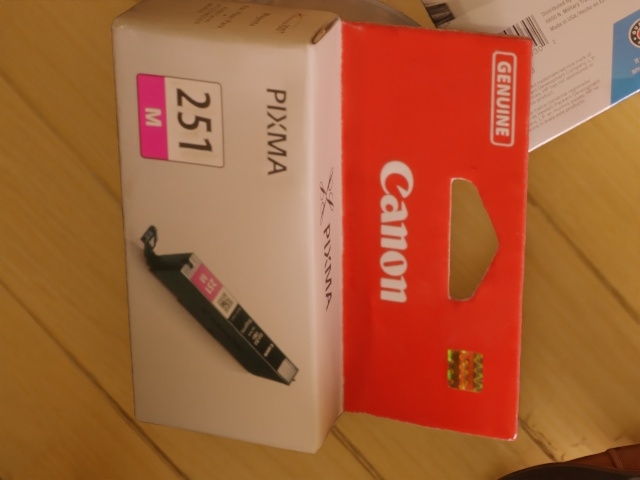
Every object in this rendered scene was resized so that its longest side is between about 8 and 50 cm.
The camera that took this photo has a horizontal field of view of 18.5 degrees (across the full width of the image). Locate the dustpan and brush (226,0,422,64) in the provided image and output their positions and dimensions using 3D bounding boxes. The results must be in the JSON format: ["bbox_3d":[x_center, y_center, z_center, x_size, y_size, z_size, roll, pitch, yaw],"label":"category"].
[{"bbox_3d":[-0.026,-0.117,1.209,0.211,0.060,0.147,36,121,-7],"label":"dustpan and brush"}]

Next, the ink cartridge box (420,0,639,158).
[{"bbox_3d":[0.128,-0.167,1.152,0.140,0.082,0.190,-29,98,15],"label":"ink cartridge box"}]

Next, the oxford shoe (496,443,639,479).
[{"bbox_3d":[0.203,0.160,1.236,0.212,0.076,0.076,-10,105,27],"label":"oxford shoe"}]

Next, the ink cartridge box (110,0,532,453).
[{"bbox_3d":[0.000,0.000,1.183,0.239,0.060,0.275,9,117,19],"label":"ink cartridge box"}]
